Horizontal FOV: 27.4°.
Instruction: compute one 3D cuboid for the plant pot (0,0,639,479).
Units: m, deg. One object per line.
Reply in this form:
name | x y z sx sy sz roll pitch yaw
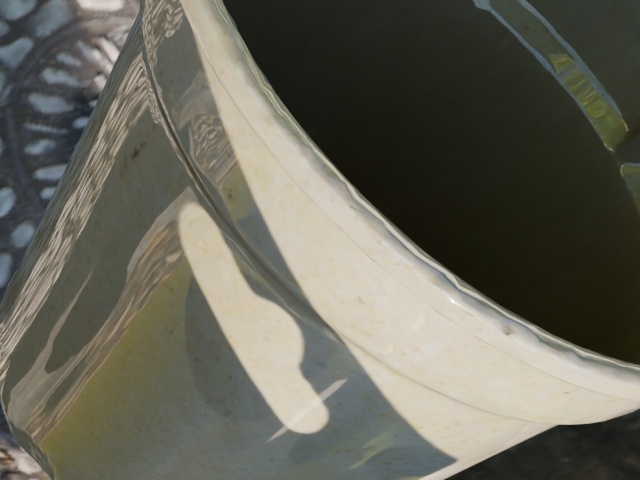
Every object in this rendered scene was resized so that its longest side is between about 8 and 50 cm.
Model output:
plant pot | 0.000 0.000 0.640 0.333 0.305 0.334 24 43 -25
